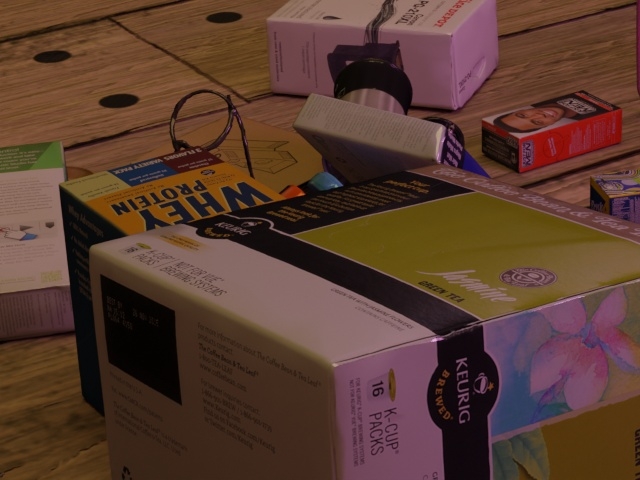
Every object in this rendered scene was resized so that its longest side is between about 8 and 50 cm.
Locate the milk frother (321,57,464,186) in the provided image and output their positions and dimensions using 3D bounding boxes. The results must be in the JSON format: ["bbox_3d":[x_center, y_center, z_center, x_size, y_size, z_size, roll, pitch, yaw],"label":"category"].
[{"bbox_3d":[0.077,-0.097,1.959,0.143,0.129,0.135,6,38,3],"label":"milk frother"}]

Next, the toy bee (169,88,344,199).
[{"bbox_3d":[0.000,0.000,1.735,0.195,0.162,0.298,-21,61,1],"label":"toy bee"}]

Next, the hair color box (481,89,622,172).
[{"bbox_3d":[0.252,-0.120,2.076,0.141,0.043,0.072,-18,30,-28],"label":"hair color box"}]

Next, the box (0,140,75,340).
[{"bbox_3d":[-0.355,0.002,1.853,0.232,0.058,0.322,-6,30,-7],"label":"box"}]

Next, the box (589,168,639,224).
[{"bbox_3d":[0.355,-0.041,1.884,0.169,0.054,0.059,-7,26,-10],"label":"box"}]

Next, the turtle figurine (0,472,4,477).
[{"bbox_3d":[-0.277,0.253,1.264,0.234,0.118,0.175,-11,67,-13],"label":"turtle figurine"}]

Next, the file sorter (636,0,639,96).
[{"bbox_3d":[0.480,-0.193,2.030,0.182,0.202,0.291,-14,27,-15],"label":"file sorter"}]

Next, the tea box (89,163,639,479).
[{"bbox_3d":[0.059,0.103,1.327,0.323,0.220,0.329,-15,20,-29],"label":"tea box"}]

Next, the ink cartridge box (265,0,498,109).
[{"bbox_3d":[0.078,-0.238,2.281,0.237,0.100,0.172,7,27,21],"label":"ink cartridge box"}]

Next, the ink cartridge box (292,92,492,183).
[{"bbox_3d":[0.116,-0.049,1.772,0.224,0.223,0.045,20,76,38],"label":"ink cartridge box"}]

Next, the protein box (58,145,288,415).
[{"bbox_3d":[-0.102,0.059,1.545,0.136,0.201,0.200,-17,29,-28],"label":"protein box"}]

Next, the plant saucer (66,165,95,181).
[{"bbox_3d":[-0.280,-0.057,2.033,0.083,0.015,0.083,-3,25,1],"label":"plant saucer"}]

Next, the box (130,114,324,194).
[{"bbox_3d":[-0.079,-0.083,2.062,0.201,0.021,0.164,19,33,37],"label":"box"}]
